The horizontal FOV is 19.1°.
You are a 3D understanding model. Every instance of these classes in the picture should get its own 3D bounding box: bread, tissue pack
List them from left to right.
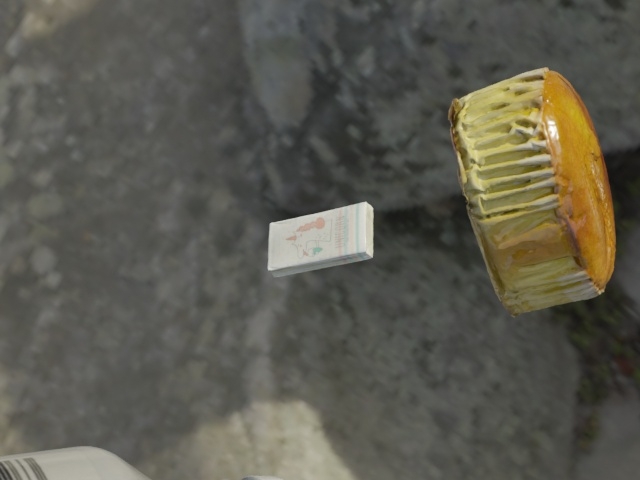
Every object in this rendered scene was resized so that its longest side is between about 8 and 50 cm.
[{"bbox_3d":[0.000,0.000,1.821,0.108,0.023,0.056,-10,61,25],"label":"tissue pack"},{"bbox_3d":[0.170,-0.037,1.479,0.114,0.190,0.132,-15,36,17],"label":"bread"}]

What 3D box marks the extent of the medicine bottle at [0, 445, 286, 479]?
[{"bbox_3d":[-0.109,0.148,0.718,0.135,0.215,0.135,175,90,-67],"label":"medicine bottle"}]
